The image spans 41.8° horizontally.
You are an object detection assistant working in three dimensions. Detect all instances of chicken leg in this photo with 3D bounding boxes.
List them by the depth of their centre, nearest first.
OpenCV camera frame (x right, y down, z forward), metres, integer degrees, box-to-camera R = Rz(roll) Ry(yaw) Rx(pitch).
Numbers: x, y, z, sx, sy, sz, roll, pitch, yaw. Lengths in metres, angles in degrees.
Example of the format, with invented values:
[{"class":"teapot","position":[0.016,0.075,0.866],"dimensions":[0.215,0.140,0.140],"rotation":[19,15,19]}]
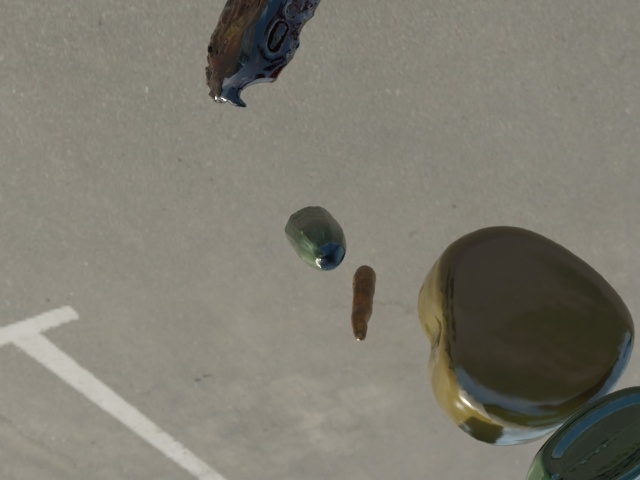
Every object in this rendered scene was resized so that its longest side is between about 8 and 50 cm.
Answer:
[{"class":"chicken leg","position":[-0.039,-0.235,0.718],"dimensions":[0.106,0.253,0.051],"rotation":[7,169,45]}]

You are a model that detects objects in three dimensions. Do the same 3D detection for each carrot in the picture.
[{"class":"carrot","position":[0.060,0.091,1.201],"dimensions":[0.035,0.165,0.036],"rotation":[3,126,4]}]

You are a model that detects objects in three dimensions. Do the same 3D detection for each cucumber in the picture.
[{"class":"cucumber","position":[0.000,0.000,0.733],"dimensions":[0.048,0.105,0.048],"rotation":[-3,103,-11]}]

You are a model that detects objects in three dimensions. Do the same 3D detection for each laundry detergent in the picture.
[{"class":"laundry detergent","position":[0.231,0.194,0.695],"dimensions":[0.137,0.063,0.211],"rotation":[-36,149,-9]}]

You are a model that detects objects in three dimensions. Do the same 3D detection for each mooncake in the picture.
[{"class":"mooncake","position":[0.226,0.104,0.934],"dimensions":[0.234,0.235,0.117],"rotation":[-5,154,-13]}]
